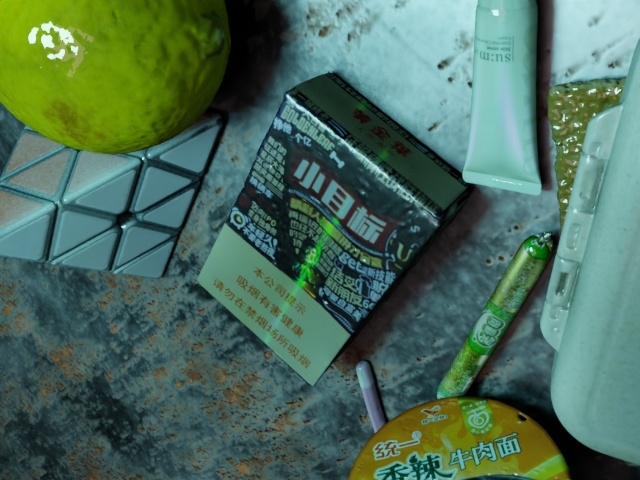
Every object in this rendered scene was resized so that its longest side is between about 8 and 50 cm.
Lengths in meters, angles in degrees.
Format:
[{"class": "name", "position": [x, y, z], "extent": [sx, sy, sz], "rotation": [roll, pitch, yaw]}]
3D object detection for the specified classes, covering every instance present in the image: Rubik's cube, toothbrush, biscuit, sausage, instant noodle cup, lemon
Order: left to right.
[{"class": "lemon", "position": [-0.221, -0.211, 0.742], "extent": [0.267, 0.267, 0.267], "rotation": [18, 124, 28]}, {"class": "Rubik's cube", "position": [-0.274, -0.077, 0.928], "extent": [0.228, 0.229, 0.233], "rotation": [16, 90, -16]}, {"class": "toothbrush", "position": [0.088, 0.279, 0.948], "extent": [0.025, 0.020, 0.287], "rotation": [1, 116, 43]}, {"class": "instant noodle cup", "position": [0.157, 0.312, 0.779], "extent": [0.230, 0.230, 0.182], "rotation": [8, 137, 33]}, {"class": "sausage", "position": [0.177, 0.091, 0.765], "extent": [0.032, 0.033, 0.269], "rotation": [33, 130, 17]}, {"class": "biscuit", "position": [0.271, -0.028, 0.633], "extent": [0.131, 0.025, 0.231], "rotation": [3, 117, 34]}]

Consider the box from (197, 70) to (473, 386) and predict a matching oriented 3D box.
[{"class": "box", "position": [0.000, 0.000, 0.809], "extent": [0.198, 0.084, 0.310], "rotation": [41, 132, 10]}]

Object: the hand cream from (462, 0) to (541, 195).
[{"class": "hand cream", "position": [0.160, -0.136, 0.640], "extent": [0.078, 0.050, 0.205], "rotation": [13, 126, 30]}]

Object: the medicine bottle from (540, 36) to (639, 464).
[{"class": "medicine bottle", "position": [0.321, 0.015, 0.533], "extent": [0.282, 0.123, 0.375], "rotation": [13, 119, 17]}]
